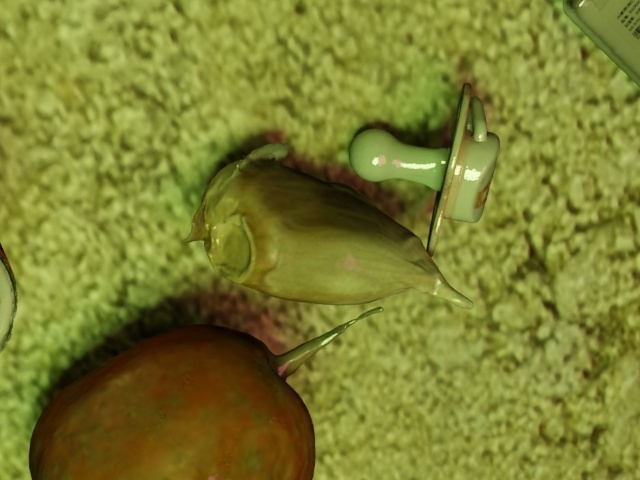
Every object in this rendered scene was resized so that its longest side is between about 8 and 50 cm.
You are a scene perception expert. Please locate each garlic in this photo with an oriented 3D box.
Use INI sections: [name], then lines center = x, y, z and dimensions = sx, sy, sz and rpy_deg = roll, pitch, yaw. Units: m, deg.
[garlic]
center = -0.004, 0.004, 0.905
dimensions = 0.152, 0.084, 0.066
rpy_deg = 13, 132, -32

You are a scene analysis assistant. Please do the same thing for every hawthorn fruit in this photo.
[hawthorn fruit]
center = -0.068, 0.104, 0.899
dimensions = 0.149, 0.149, 0.189
rpy_deg = 54, 55, -39

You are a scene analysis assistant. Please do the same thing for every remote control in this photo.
[remote control]
center = 0.227, -0.097, 1.024
dimensions = 0.261, 0.029, 0.067
rpy_deg = 34, 95, -41

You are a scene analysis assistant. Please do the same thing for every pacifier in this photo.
[pacifier]
center = 0.054, -0.043, 0.934
dimensions = 0.078, 0.081, 0.099
rpy_deg = 10, 126, 0

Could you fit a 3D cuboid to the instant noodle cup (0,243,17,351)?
[instant noodle cup]
center = -0.193, 0.001, 0.753
dimensions = 0.127, 0.136, 0.127
rpy_deg = -15, 124, -24
